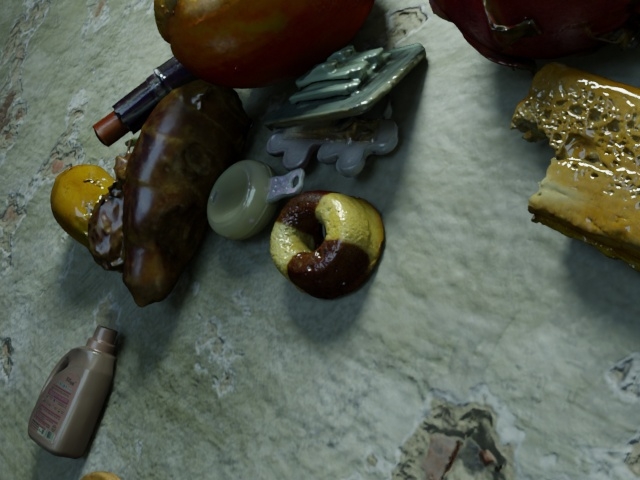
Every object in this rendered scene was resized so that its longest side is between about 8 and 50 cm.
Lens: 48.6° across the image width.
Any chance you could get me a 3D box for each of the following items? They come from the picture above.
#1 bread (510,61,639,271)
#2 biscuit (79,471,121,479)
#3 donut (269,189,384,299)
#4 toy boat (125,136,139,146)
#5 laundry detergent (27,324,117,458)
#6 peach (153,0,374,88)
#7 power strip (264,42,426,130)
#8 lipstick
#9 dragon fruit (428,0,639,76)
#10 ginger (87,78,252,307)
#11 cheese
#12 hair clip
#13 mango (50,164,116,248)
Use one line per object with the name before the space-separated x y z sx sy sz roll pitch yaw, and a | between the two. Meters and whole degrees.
bread | 0.342 -0.054 0.728 0.380 0.109 0.185 38 106 47
biscuit | -0.408 0.501 1.191 0.288 0.044 0.202 -28 53 32
donut | 0.000 0.000 1.037 0.184 0.073 0.166 30 94 47
toy boat | -0.268 -0.284 1.400 0.108 0.099 0.293 28 83 45
laundry detergent | -0.464 0.269 1.327 0.171 0.076 0.237 8 76 44
peach | -0.080 -0.408 1.134 0.372 0.372 0.290 -26 85 31
power strip | 0.028 -0.250 1.071 0.213 0.065 0.198 -3 35 43
lipstick | -0.291 -0.278 1.312 0.299 0.081 0.081 -36 47 -3
dragon fruit | 0.264 -0.329 0.849 0.250 0.250 0.315 -47 63 15
ginger | -0.287 -0.109 1.278 0.254 0.176 0.419 26 94 41
cheese | -0.101 -0.074 1.150 0.227 0.064 0.137 -12 65 47
hair clip | 0.013 -0.170 1.111 0.257 0.075 0.146 6 72 50
mango | -0.470 -0.062 1.458 0.248 0.151 0.156 43 132 39
